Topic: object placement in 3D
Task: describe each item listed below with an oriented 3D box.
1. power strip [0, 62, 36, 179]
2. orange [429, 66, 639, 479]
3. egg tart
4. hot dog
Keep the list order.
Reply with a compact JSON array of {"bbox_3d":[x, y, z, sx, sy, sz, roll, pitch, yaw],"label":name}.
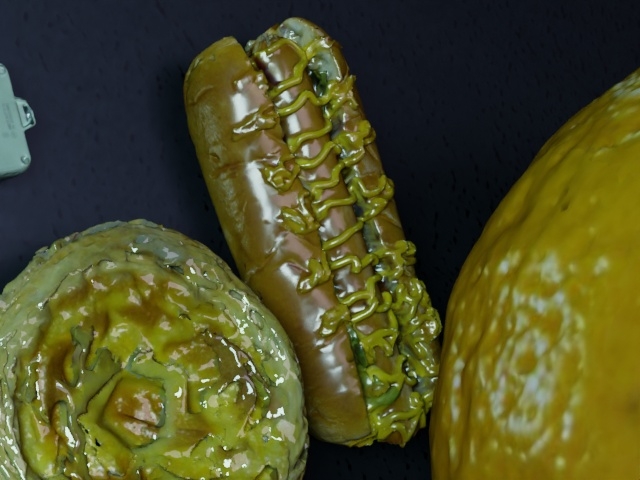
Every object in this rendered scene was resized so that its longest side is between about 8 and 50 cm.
[{"bbox_3d":[-0.136,-0.035,0.601,0.090,0.016,0.040,-13,87,-40],"label":"power strip"},{"bbox_3d":[0.190,0.083,0.648,0.340,0.293,0.341,-10,104,-47],"label":"orange"},{"bbox_3d":[-0.064,0.056,0.616,0.128,0.049,0.129,11,69,-31],"label":"egg tart"},{"bbox_3d":[0.000,0.000,0.679,0.071,0.045,0.165,-21,92,-40],"label":"hot dog"}]
